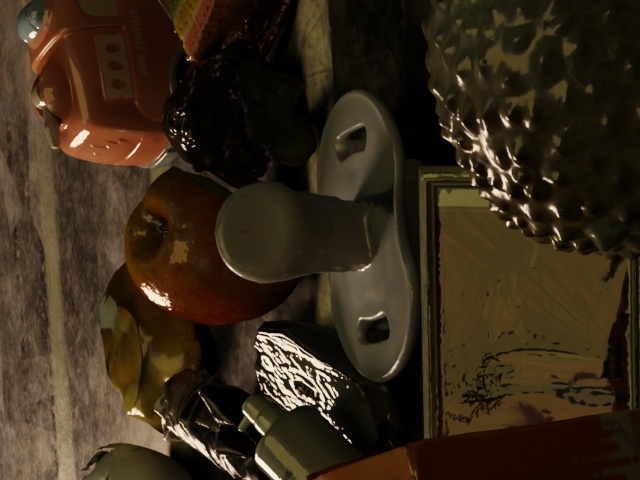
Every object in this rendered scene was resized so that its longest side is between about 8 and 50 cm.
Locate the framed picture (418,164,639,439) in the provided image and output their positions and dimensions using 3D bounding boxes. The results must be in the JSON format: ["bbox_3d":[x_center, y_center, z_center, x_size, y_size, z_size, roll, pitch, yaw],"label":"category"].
[{"bbox_3d":[0.174,0.073,1.262,0.216,0.016,0.273,1,95,33],"label":"framed picture"}]

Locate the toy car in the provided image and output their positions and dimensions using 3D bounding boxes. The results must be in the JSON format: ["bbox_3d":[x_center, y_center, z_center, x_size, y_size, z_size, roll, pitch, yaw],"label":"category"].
[{"bbox_3d":[-0.251,-0.219,1.829,0.180,0.212,0.270,-33,65,55],"label":"toy car"}]

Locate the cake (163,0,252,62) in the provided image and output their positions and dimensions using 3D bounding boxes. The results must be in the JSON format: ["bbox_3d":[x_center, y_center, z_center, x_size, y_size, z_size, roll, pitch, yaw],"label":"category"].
[{"bbox_3d":[-0.109,-0.309,1.633,0.225,0.090,0.109,-47,52,22],"label":"cake"}]

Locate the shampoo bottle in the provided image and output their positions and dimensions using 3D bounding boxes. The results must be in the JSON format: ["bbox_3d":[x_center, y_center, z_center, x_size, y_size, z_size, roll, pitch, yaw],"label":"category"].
[{"bbox_3d":[0.016,0.241,1.486,0.262,0.085,0.085,42,130,27],"label":"shampoo bottle"}]

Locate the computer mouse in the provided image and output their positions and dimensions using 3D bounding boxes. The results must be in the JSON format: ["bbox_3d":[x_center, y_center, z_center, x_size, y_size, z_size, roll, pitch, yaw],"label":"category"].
[{"bbox_3d":[0.016,0.149,1.566,0.231,0.071,0.126,28,130,42],"label":"computer mouse"}]

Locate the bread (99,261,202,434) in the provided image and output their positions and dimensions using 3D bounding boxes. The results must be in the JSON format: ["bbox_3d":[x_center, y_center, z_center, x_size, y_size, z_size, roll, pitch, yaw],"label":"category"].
[{"bbox_3d":[-0.221,0.123,1.936,0.233,0.088,0.160,57,140,42],"label":"bread"}]

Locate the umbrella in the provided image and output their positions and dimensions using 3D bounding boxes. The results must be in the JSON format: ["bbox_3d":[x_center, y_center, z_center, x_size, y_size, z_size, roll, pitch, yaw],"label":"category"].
[{"bbox_3d":[-0.048,0.228,1.650,0.358,0.113,0.106,27,112,48],"label":"umbrella"}]

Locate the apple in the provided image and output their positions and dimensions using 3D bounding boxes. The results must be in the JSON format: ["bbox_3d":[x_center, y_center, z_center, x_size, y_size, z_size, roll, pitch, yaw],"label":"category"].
[{"bbox_3d":[-0.117,0.011,1.672,0.195,0.173,0.160,37,113,51],"label":"apple"}]

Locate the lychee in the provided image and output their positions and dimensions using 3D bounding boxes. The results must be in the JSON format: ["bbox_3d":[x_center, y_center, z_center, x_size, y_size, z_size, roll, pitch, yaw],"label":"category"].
[{"bbox_3d":[0.194,-0.124,1.071,0.255,0.255,0.274,43,135,49],"label":"lychee"}]

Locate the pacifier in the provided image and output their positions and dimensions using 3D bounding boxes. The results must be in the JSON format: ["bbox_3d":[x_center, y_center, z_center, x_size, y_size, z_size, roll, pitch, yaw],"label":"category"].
[{"bbox_3d":[0.000,0.000,1.444,0.227,0.207,0.278,159,106,-64],"label":"pacifier"}]

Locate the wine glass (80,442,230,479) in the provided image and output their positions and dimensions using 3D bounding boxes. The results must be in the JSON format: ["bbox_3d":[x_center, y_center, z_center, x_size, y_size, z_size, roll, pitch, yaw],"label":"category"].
[{"bbox_3d":[-0.185,0.331,1.852,0.321,0.143,0.143,7,99,60],"label":"wine glass"}]

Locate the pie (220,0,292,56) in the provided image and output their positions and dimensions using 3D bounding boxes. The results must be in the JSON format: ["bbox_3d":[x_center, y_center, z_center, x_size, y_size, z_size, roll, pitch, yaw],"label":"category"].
[{"bbox_3d":[-0.064,-0.256,1.692,0.088,0.033,0.191,46,125,42],"label":"pie"}]

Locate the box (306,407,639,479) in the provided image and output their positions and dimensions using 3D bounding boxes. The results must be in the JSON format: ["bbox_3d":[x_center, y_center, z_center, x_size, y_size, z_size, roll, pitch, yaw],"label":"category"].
[{"bbox_3d":[0.177,0.237,1.044,0.143,0.341,0.224,-35,63,56],"label":"box"}]

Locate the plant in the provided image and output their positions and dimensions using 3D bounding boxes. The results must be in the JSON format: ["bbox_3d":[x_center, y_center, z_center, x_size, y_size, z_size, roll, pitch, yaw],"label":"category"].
[{"bbox_3d":[-0.086,-0.133,1.634,0.142,0.131,0.203,46,160,-14],"label":"plant"}]
